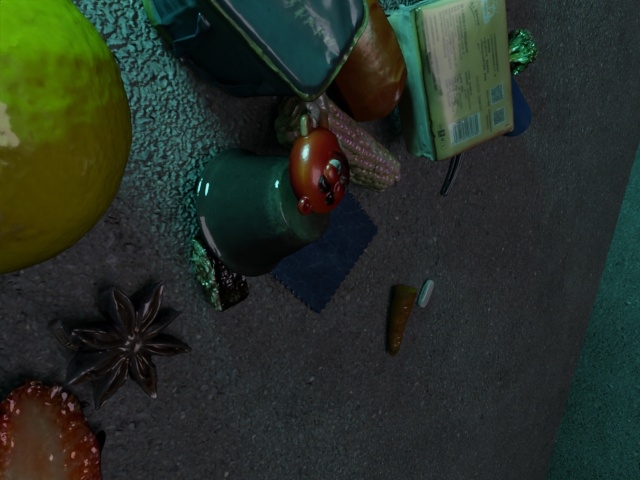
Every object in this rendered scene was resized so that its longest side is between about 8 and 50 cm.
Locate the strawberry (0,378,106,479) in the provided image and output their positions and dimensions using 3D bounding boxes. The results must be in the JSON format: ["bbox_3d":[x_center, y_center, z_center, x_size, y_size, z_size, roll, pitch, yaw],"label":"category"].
[{"bbox_3d":[-0.451,0.368,0.679,0.233,0.137,0.307,21,64,-60],"label":"strawberry"}]

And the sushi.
[{"bbox_3d":[-0.185,0.056,0.806,0.078,0.090,0.151,-23,119,-28],"label":"sushi"}]

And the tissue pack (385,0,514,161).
[{"bbox_3d":[0.259,-0.362,0.955,0.238,0.238,0.306,-35,123,-27],"label":"tissue pack"}]

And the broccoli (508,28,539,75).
[{"bbox_3d":[0.501,-0.492,1.211,0.204,0.122,0.118,-31,108,-12],"label":"broccoli"}]

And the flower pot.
[{"bbox_3d":[-0.078,-0.058,0.764,0.235,0.148,0.236,13,73,-52],"label":"flower pot"}]

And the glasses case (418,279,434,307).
[{"bbox_3d":[0.309,0.155,1.293,0.032,0.021,0.083,20,91,-44],"label":"glasses case"}]

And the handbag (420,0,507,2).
[{"bbox_3d":[0.351,-0.636,1.022,0.315,0.109,0.254,1,108,-41],"label":"handbag"}]

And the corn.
[{"bbox_3d":[0.045,-0.189,0.906,0.335,0.126,0.127,24,88,-46],"label":"corn"}]

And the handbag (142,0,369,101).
[{"bbox_3d":[-0.099,-0.342,0.647,0.263,0.241,0.222,40,78,-40],"label":"handbag"}]

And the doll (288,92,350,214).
[{"bbox_3d":[0.003,-0.130,0.692,0.217,0.085,0.183,-72,149,-46],"label":"doll"}]

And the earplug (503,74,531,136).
[{"bbox_3d":[0.500,-0.367,1.216,0.272,0.132,0.133,14,95,-49],"label":"earplug"}]

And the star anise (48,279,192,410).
[{"bbox_3d":[-0.329,0.162,0.723,0.262,0.081,0.230,34,82,-52],"label":"star anise"}]

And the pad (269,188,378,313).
[{"bbox_3d":[0.000,0.000,0.993,0.269,0.012,0.270,-55,130,-12],"label":"pad"}]

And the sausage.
[{"bbox_3d":[0.068,-0.352,0.841,0.141,0.153,0.268,-33,127,4],"label":"sausage"}]

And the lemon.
[{"bbox_3d":[-0.360,-0.127,0.444,0.347,0.347,0.349,-14,112,-36],"label":"lemon"}]

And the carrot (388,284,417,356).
[{"bbox_3d":[0.216,0.227,1.219,0.061,0.061,0.210,-4,111,-39],"label":"carrot"}]

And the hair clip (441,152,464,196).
[{"bbox_3d":[0.375,-0.234,1.214,0.070,0.039,0.230,-5,108,-42],"label":"hair clip"}]
